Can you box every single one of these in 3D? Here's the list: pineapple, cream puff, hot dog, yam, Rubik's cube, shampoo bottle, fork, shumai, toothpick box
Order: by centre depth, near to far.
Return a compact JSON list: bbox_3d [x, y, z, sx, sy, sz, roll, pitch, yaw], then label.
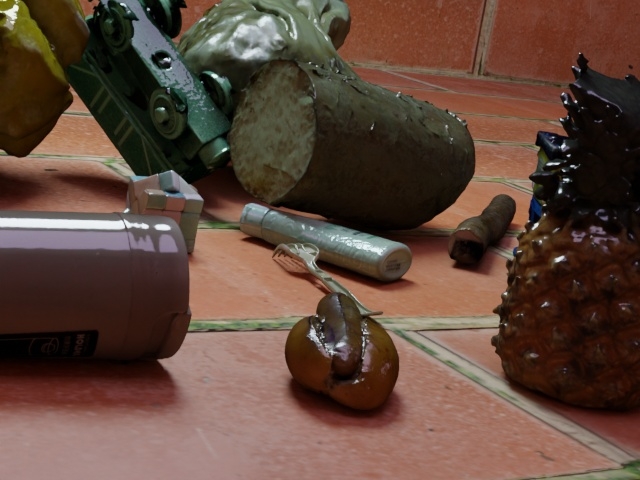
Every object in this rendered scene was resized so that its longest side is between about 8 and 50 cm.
[{"bbox_3d":[-0.195,0.032,1.008,0.180,0.111,0.111,2,15,-25],"label":"toothpick box"},{"bbox_3d":[0.019,0.083,1.060,0.090,0.060,0.140,15,10,5],"label":"hot dog"},{"bbox_3d":[0.230,-0.010,1.134,0.158,0.279,0.158,7,11,-1],"label":"pineapple"},{"bbox_3d":[0.004,0.034,1.329,0.034,0.028,0.219,7,12,-26],"label":"fork"},{"bbox_3d":[-0.160,-0.033,1.392,0.075,0.084,0.073,21,10,-30],"label":"Rubik's cube"},{"bbox_3d":[0.000,0.000,1.448,0.190,0.041,0.069,17,17,31],"label":"shampoo bottle"},{"bbox_3d":[-0.420,-0.198,1.516,0.275,0.378,0.378,50,-1,-21],"label":"cream puff"},{"bbox_3d":[0.038,-0.103,1.582,0.168,0.168,0.304,20,5,40],"label":"yam"},{"bbox_3d":[0.199,-0.017,1.667,0.045,0.045,0.327,-20,4,17],"label":"yam"},{"bbox_3d":[-0.061,-0.253,1.804,0.292,0.288,0.330,9,-15,29],"label":"shumai"}]

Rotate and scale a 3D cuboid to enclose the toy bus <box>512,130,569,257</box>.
[{"bbox_3d":[0.368,-0.021,1.504,0.287,0.175,0.138,9,13,-1],"label":"toy bus"}]

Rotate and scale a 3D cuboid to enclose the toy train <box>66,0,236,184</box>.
[{"bbox_3d":[-0.192,-0.183,1.603,0.115,0.154,0.269,-32,81,-35],"label":"toy train"}]
